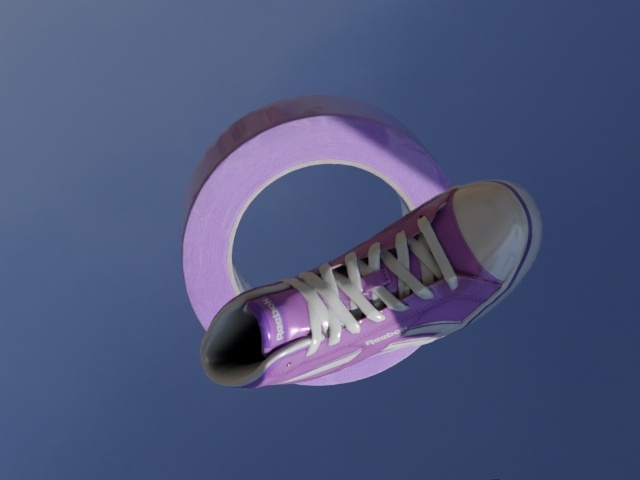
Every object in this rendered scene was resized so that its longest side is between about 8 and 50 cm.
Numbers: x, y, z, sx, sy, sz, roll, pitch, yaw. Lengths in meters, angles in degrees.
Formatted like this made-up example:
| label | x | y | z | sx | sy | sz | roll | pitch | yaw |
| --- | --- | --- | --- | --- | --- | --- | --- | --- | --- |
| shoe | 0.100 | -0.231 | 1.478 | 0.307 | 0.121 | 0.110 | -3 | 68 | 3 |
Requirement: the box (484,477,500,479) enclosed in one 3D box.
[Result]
| label | x | y | z | sx | sy | sz | roll | pitch | yaw |
| --- | --- | --- | --- | --- | --- | --- | --- | --- | --- |
| box | 0.147 | 0.407 | 1.463 | 0.057 | 0.201 | 0.293 | -46 | -129 | 45 |

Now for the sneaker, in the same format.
| label | x | y | z | sx | sy | sz | roll | pitch | yaw |
| --- | --- | --- | --- | --- | --- | --- | --- | --- | --- |
| sneaker | 0.031 | 0.046 | 1.039 | 0.282 | 0.161 | 0.102 | -33 | -104 | 27 |

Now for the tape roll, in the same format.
| label | x | y | z | sx | sy | sz | roll | pitch | yaw |
| --- | --- | --- | --- | --- | --- | --- | --- | --- | --- |
| tape roll | 0.000 | 0.000 | 1.330 | 0.275 | 0.275 | 0.090 | -46 | -162 | 10 |
